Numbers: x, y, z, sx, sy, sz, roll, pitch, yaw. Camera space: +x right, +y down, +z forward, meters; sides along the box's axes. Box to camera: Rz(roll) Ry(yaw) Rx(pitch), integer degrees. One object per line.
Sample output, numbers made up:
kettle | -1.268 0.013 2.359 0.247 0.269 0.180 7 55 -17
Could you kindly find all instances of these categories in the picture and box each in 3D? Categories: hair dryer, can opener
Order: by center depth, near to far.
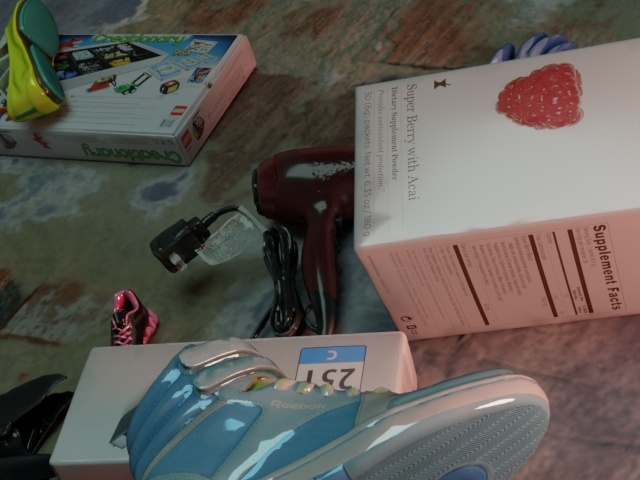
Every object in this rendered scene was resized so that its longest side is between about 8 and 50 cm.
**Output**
can opener | -0.295 0.210 1.103 0.059 0.186 0.073 -26 77 27
hair dryer | 0.000 0.000 1.291 0.293 0.080 0.223 -39 60 -14

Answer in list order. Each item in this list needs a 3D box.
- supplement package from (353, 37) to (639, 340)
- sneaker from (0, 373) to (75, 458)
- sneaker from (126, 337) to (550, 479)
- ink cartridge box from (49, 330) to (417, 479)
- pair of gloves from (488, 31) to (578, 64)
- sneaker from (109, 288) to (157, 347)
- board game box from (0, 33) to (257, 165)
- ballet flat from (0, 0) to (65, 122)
supplement package | 0.191 -0.042 1.123 0.292 0.175 0.178 -8 57 15
sneaker | -0.307 0.189 1.201 0.089 0.051 0.170 3 41 33
sneaker | -0.006 0.128 0.973 0.319 0.127 0.208 -22 44 -4
ink cartridge box | -0.078 0.195 1.071 0.296 0.066 0.261 -4 41 13
pair of gloves | 0.253 -0.166 1.391 0.198 0.023 0.159 24 58 42
sneaker | -0.189 0.095 1.254 0.047 0.057 0.119 -13 41 7
board game box | -0.253 -0.180 1.601 0.305 0.053 0.193 5 47 29
ballet flat | -0.367 -0.222 1.606 0.077 0.077 0.231 -34 40 12
